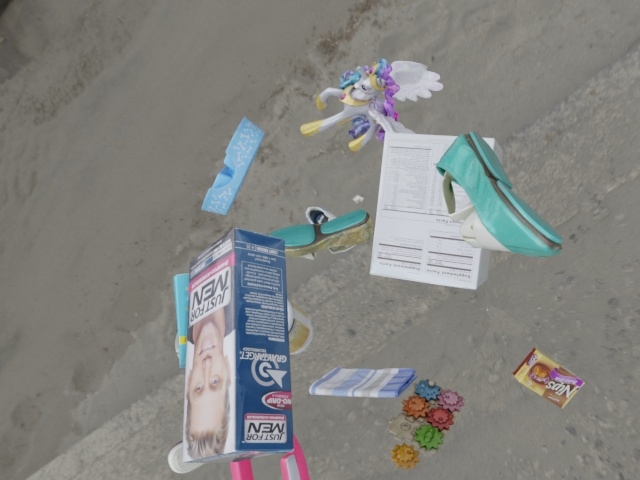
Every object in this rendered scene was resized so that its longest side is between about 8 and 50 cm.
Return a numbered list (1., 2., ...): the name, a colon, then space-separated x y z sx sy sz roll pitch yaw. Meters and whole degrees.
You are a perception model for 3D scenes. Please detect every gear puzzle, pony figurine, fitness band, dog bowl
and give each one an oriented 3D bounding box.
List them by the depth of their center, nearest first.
1. fitness band: -0.109 0.508 1.209 0.209 0.054 0.290 -6 93 45
2. dog bowl: -0.245 -0.203 1.622 0.074 0.166 0.297 25 109 -7
3. pony figurine: 0.167 -0.390 1.701 0.363 0.351 0.302 -24 59 53
4. gear puzzle: 0.308 0.557 1.751 0.175 0.339 0.044 21 132 27

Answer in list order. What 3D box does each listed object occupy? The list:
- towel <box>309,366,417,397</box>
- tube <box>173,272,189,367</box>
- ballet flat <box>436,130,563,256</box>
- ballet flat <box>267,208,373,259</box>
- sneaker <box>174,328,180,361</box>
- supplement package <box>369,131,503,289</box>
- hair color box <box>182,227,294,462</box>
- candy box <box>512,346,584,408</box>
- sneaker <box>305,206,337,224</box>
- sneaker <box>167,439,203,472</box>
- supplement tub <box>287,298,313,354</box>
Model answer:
1. towel: 0.129 0.426 1.720 0.285 0.209 0.034 -5 93 27
2. tube: -0.296 0.180 1.284 0.052 0.080 0.207 -20 74 41
3. ballet flat: 0.195 -0.039 0.665 0.087 0.083 0.247 -47 28 23
4. ballet flat: 0.000 0.000 1.794 0.349 0.123 0.123 -15 79 7
5. sneaker: -0.303 0.203 1.533 0.122 0.110 0.283 -6 51 5
6. supplement package: 0.227 -0.058 1.089 0.198 0.199 0.262 7 95 22
7. hair color box: -0.139 0.174 0.936 0.174 0.105 0.347 -32 54 45
8. candy box: 0.686 0.415 1.715 0.187 0.053 0.109 33 100 -14
9. sneaker: 0.038 -0.046 1.934 0.237 0.086 0.085 32 94 38
10. sneaker: -0.377 0.726 2.043 0.350 0.148 0.131 -7 82 -24
11. supplement tub: -0.111 0.234 1.568 0.144 0.199 0.144 -8 65 18
